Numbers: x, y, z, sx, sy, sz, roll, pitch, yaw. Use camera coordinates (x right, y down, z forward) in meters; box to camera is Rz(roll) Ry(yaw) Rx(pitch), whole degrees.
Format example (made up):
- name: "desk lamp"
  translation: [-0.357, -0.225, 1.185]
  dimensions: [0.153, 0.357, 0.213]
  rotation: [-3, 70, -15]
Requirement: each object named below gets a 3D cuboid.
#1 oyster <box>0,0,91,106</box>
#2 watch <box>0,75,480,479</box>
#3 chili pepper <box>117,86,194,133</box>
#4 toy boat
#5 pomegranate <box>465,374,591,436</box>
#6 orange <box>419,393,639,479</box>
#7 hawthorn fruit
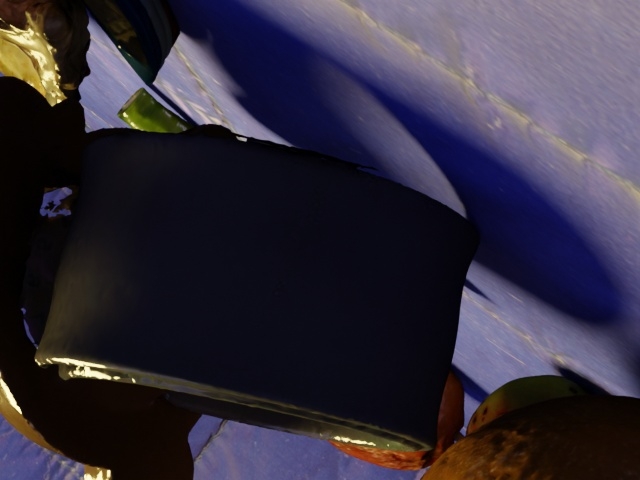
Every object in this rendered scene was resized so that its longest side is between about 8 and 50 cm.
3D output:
- name: "oyster"
  translation: [-0.257, -0.204, 1.150]
  dimensions: [0.221, 0.096, 0.361]
  rotation: [45, 171, -14]
- name: "watch"
  translation: [-0.077, 0.038, 0.978]
  dimensions: [0.326, 0.314, 0.335]
  rotation: [1, 164, 41]
- name: "chili pepper"
  translation: [-0.121, -0.077, 1.430]
  dimensions: [0.202, 0.050, 0.052]
  rotation: [47, -175, -38]
- name: "toy boat"
  translation: [-0.137, -0.166, 0.976]
  dimensions: [0.080, 0.046, 0.229]
  rotation: [35, 172, 20]
- name: "pomegranate"
  translation: [0.177, 0.166, 1.219]
  dimensions: [0.129, 0.129, 0.159]
  rotation: [42, 180, -27]
- name: "orange"
  translation: [0.193, 0.265, 0.989]
  dimensions: [0.322, 0.322, 0.357]
  rotation: [37, 169, 8]
- name: "hawthorn fruit"
  translation: [0.077, 0.178, 1.682]
  dimensions: [0.179, 0.174, 0.173]
  rotation: [6, 160, 21]
